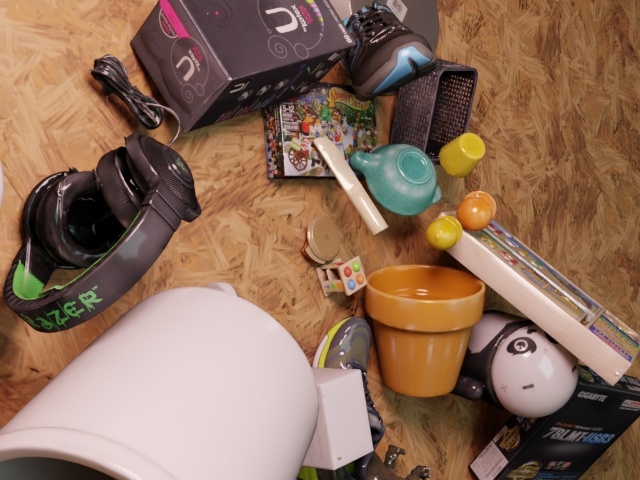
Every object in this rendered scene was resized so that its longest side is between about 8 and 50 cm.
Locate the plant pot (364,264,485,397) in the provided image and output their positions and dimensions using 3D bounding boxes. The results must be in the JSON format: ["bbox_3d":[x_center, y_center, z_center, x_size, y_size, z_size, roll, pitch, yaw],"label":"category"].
[{"bbox_3d":[0.176,0.160,1.688,0.205,0.205,0.188,-15,112,-45],"label":"plant pot"}]

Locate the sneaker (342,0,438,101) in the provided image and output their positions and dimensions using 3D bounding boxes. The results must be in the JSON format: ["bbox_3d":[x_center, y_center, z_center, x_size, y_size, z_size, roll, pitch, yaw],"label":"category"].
[{"bbox_3d":[0.084,-0.297,1.513,0.125,0.341,0.140,-22,99,-5],"label":"sneaker"}]

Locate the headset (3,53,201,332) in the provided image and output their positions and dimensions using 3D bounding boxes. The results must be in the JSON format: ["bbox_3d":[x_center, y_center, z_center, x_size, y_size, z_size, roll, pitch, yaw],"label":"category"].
[{"bbox_3d":[-0.276,-0.067,1.220,0.185,0.243,0.394,51,33,-29],"label":"headset"}]

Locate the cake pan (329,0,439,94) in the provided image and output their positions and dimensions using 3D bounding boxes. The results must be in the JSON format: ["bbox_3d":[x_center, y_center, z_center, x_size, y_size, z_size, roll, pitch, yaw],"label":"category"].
[{"bbox_3d":[0.118,-0.413,1.769,0.293,0.054,0.293,6,81,-45],"label":"cake pan"}]

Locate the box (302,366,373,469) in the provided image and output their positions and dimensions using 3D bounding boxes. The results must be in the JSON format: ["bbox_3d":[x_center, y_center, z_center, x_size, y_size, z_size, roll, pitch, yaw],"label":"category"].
[{"bbox_3d":[-0.019,0.265,1.481,0.091,0.170,0.130,-13,96,-45],"label":"box"}]

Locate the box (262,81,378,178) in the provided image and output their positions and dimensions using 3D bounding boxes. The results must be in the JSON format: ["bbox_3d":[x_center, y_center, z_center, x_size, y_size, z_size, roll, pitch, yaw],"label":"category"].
[{"bbox_3d":[0.004,-0.183,1.637,0.233,0.044,0.159,-3,89,-46],"label":"box"}]

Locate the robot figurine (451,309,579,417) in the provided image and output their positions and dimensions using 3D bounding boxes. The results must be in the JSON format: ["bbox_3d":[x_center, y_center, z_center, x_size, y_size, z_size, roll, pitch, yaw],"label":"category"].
[{"bbox_3d":[0.342,0.217,1.776,0.173,0.278,0.209,31,84,-22],"label":"robot figurine"}]

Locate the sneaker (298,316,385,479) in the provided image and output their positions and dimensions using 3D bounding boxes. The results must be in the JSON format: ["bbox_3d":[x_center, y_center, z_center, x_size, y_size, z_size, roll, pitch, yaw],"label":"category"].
[{"bbox_3d":[0.054,0.272,1.590,0.111,0.121,0.300,20,72,-43],"label":"sneaker"}]

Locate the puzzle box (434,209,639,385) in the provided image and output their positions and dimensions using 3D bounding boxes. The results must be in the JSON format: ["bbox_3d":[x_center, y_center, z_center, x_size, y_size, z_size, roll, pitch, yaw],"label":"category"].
[{"bbox_3d":[0.394,0.085,1.761,0.052,0.409,0.272,-55,164,17],"label":"puzzle box"}]

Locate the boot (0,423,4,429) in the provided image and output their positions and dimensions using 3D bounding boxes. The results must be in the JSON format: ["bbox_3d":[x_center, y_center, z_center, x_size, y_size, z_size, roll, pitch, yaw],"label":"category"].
[{"bbox_3d":[-0.451,0.245,1.107,0.305,0.112,0.115,38,45,-44],"label":"boot"}]

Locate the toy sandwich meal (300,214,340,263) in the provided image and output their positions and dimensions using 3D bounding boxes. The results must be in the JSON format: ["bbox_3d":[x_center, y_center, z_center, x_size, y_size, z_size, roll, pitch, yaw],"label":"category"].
[{"bbox_3d":[0.000,0.000,1.629,0.085,0.029,0.086,15,68,-42],"label":"toy sandwich meal"}]

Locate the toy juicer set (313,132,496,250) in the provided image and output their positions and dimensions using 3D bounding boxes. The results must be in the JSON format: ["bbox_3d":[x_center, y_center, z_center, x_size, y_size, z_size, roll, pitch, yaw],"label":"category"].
[{"bbox_3d":[0.147,-0.073,1.643,0.329,0.089,0.209,-5,70,-27],"label":"toy juicer set"}]

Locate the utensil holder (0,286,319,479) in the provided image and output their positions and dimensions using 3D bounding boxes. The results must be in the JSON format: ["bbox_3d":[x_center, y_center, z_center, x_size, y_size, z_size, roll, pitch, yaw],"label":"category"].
[{"bbox_3d":[-0.196,0.264,1.118,0.328,0.327,0.385,68,22,-16],"label":"utensil holder"}]

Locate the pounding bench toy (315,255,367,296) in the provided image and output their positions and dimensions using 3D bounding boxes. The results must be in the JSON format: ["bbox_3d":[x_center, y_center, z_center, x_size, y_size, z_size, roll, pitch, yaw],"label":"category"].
[{"bbox_3d":[0.047,0.054,1.643,0.083,0.065,0.052,-29,107,-44],"label":"pounding bench toy"}]

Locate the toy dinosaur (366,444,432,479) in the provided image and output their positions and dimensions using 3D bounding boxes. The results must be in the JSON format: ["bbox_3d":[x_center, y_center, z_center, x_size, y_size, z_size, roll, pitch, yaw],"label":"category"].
[{"bbox_3d":[0.130,0.446,1.655,0.160,0.121,0.314,-38,118,-55],"label":"toy dinosaur"}]

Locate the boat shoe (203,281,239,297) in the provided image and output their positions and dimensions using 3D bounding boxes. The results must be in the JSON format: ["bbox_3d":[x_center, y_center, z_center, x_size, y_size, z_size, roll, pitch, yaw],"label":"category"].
[{"bbox_3d":[-0.123,0.188,1.439,0.088,0.096,0.268,-14,97,-49],"label":"boat shoe"}]

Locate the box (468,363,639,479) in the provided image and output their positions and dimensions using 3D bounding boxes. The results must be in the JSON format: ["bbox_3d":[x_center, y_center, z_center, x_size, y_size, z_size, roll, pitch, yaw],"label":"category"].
[{"bbox_3d":[0.478,0.377,1.925,0.295,0.073,0.293,16,119,-44],"label":"box"}]

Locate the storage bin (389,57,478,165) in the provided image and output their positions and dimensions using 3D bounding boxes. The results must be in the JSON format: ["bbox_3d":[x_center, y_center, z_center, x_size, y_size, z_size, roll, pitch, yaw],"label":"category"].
[{"bbox_3d":[0.205,-0.234,1.775,0.122,0.084,0.180,-10,116,-45],"label":"storage bin"}]

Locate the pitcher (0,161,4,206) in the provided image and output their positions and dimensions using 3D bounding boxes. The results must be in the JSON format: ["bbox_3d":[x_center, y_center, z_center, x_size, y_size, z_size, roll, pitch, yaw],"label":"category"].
[{"bbox_3d":[-0.466,-0.024,1.101,0.177,0.125,0.207,25,79,-25],"label":"pitcher"}]

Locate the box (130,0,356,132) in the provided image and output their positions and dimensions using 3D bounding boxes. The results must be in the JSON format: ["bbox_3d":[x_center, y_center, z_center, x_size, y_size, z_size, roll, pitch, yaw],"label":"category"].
[{"bbox_3d":[-0.109,-0.289,1.429,0.270,0.143,0.165,-27,82,-43],"label":"box"}]
